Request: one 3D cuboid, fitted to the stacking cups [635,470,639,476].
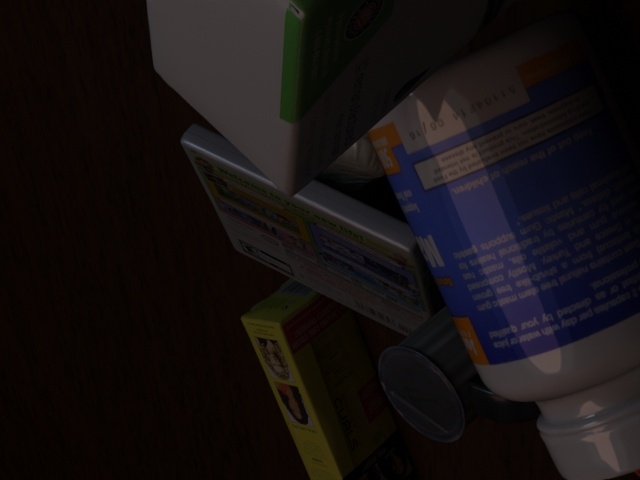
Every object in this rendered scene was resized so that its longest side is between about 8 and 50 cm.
[{"bbox_3d":[0.298,0.153,0.925,0.316,0.096,0.096,11,129,51],"label":"stacking cups"}]

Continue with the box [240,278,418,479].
[{"bbox_3d":[0.011,0.147,1.308,0.058,0.087,0.232,6,124,49],"label":"box"}]

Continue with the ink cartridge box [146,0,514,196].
[{"bbox_3d":[0.045,-0.180,0.725,0.115,0.273,0.198,44,163,13],"label":"ink cartridge box"}]

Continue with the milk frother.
[{"bbox_3d":[0.117,0.051,1.021,0.129,0.135,0.143,-5,116,54],"label":"milk frother"}]

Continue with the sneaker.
[{"bbox_3d":[0.014,-0.073,1.113,0.085,0.086,0.237,27,162,-9],"label":"sneaker"}]

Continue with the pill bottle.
[{"bbox_3d":[0.146,0.007,0.894,0.152,0.152,0.272,-19,97,58],"label":"pill bottle"}]

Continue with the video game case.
[{"bbox_3d":[0.000,0.000,1.143,0.212,0.023,0.193,26,161,22],"label":"video game case"}]
